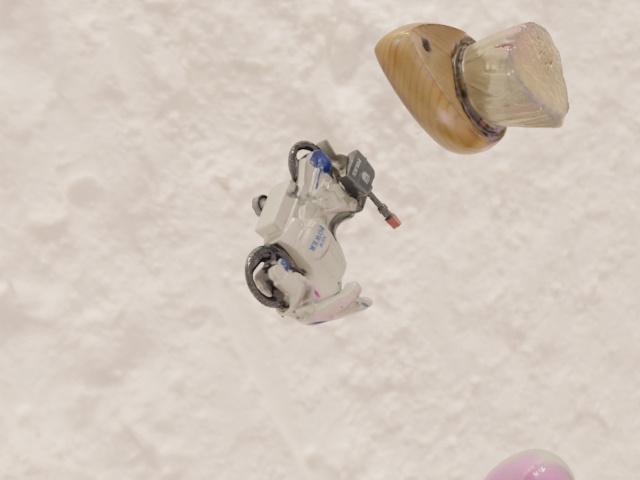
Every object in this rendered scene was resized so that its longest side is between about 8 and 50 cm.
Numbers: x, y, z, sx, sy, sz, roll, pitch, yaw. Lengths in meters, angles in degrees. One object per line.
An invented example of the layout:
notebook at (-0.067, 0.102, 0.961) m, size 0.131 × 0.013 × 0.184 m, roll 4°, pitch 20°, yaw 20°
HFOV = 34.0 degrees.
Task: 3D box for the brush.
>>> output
brush at (0.209, -0.233, 1.446) m, size 0.267 × 0.166 × 0.174 m, roll 23°, pitch 60°, yaw -43°

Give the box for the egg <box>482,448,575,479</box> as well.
egg at (0.355, 0.486, 1.844) m, size 0.196 × 0.196 × 0.271 m, roll -7°, pitch 112°, yaw -33°

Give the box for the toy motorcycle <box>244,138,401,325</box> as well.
toy motorcycle at (0.000, 0.000, 1.082) m, size 0.150 × 0.102 × 0.221 m, roll 40°, pitch 48°, yaw -26°
